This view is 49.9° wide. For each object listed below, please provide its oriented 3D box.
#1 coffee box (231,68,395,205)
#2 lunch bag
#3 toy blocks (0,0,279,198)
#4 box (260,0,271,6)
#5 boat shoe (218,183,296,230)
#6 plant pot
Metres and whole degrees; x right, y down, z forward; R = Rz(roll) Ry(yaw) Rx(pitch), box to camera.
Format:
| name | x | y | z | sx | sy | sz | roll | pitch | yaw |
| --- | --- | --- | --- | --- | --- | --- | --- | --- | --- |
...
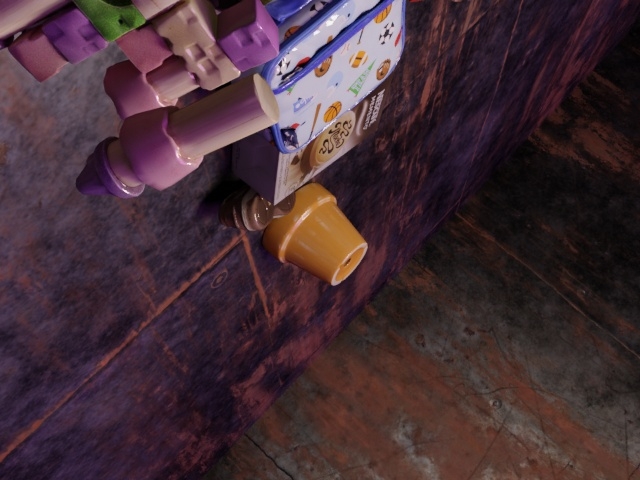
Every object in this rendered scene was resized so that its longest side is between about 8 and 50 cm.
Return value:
| name | x | y | z | sx | sy | sz | roll | pitch | yaw |
| --- | --- | --- | --- | --- | --- | --- | --- | --- | --- |
| coffee box | -0.014 | -0.222 | 1.256 | 0.297 | 0.119 | 0.168 | -39 | 159 | -30 |
| lunch bag | -0.002 | -0.278 | 1.006 | 0.303 | 0.115 | 0.243 | -44 | 159 | -17 |
| toy blocks | -0.207 | -0.217 | 0.586 | 0.260 | 0.309 | 0.288 | -21 | 133 | 19 |
| box | 0.003 | -0.383 | 1.076 | 0.232 | 0.058 | 0.087 | -26 | 151 | -50 |
| boat shoe | -0.126 | -0.082 | 1.352 | 0.257 | 0.095 | 0.095 | -38 | 121 | -70 |
| plant pot | 0.000 | 0.000 | 1.621 | 0.205 | 0.188 | 0.205 | -43 | 161 | -19 |
